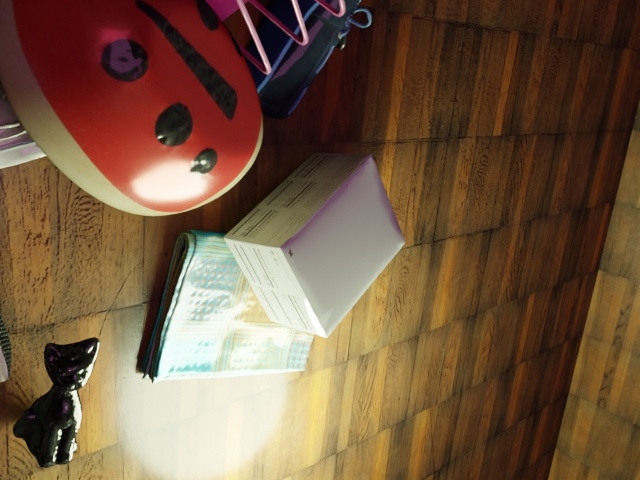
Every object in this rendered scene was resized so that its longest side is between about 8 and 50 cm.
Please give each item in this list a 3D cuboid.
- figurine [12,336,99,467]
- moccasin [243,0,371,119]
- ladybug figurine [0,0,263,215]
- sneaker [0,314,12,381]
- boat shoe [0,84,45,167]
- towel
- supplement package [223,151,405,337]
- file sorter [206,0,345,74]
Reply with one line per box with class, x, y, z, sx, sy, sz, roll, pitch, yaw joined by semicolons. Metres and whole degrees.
figurine;-0.417;0.219;0.838;0.215;0.092;0.209;-1;127;-43
moccasin;-0.013;-0.356;1.022;0.342;0.138;0.117;-51;140;4
ladybug figurine;-0.202;-0.192;0.779;0.449;0.162;0.305;38;59;-64
sneaker;-0.466;0.125;0.832;0.075;0.057;0.161;-13;122;-16
boat shoe;-0.394;-0.145;0.758;0.267;0.096;0.088;-24;127;-25
towel;-0.129;0.127;1.153;0.370;0.040;0.271;9;101;-45
supplement package;0.000;0.000;1.109;0.262;0.145;0.204;-46;127;-31
file sorter;-0.034;-0.400;0.838;0.290;0.182;0.202;-40;154;-7
